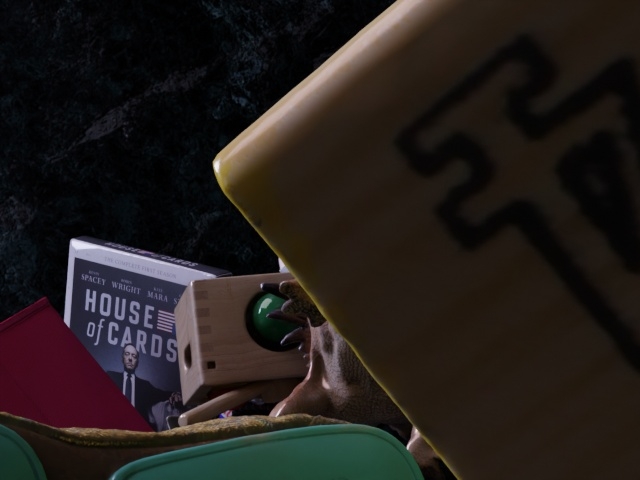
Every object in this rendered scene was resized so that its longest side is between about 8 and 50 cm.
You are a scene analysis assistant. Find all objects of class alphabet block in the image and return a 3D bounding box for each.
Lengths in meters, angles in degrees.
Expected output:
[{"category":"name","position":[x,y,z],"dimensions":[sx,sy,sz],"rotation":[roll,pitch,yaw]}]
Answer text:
[{"category":"alphabet block","position":[0.110,-0.027,0.524],"dimensions":[0.197,0.193,0.192],"rotation":[-39,-1,17]}]

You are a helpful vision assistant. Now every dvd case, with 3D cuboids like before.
[{"category":"dvd case","position":[-0.168,0.129,1.319],"dimensions":[0.179,0.239,0.029],"rotation":[12,13,32]}]

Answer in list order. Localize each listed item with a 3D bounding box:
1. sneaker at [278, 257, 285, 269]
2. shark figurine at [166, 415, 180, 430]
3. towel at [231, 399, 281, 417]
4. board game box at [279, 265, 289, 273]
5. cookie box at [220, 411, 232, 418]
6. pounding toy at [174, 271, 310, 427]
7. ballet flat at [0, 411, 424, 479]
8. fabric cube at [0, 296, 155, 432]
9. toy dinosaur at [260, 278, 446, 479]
[{"category":"sneaker","position":[0.000,0.000,1.295],"dimensions":[0.070,0.051,0.134],"rotation":[-30,18,28]},{"category":"shark figurine","position":[-0.067,0.166,0.996],"dimensions":[0.166,0.116,0.278],"rotation":[-40,-2,13]},{"category":"towel","position":[0.029,0.077,1.360],"dimensions":[0.283,0.121,0.235],"rotation":[-44,9,-18]},{"category":"board game box","position":[0.129,-0.018,1.077],"dimensions":[0.275,0.142,0.144],"rotation":[-40,1,-17]},{"category":"cookie box","position":[-0.110,0.204,1.568],"dimensions":[0.107,0.092,0.040],"rotation":[-39,3,14]},{"category":"pounding toy","position":[-0.044,0.079,0.966],"dimensions":[0.130,0.100,0.141],"rotation":[-5,-12,-13]},{"category":"ballet flat","position":[-0.115,0.131,0.579],"dimensions":[0.348,0.123,0.123],"rotation":[4,-26,-32]},{"category":"fabric cube","position":[-0.286,0.246,1.195],"dimensions":[0.254,0.258,0.259],"rotation":[-38,1,21]},{"category":"toy dinosaur","position":[0.030,0.028,0.809],"dimensions":[0.200,0.127,0.296],"rotation":[-77,2,-49]}]
